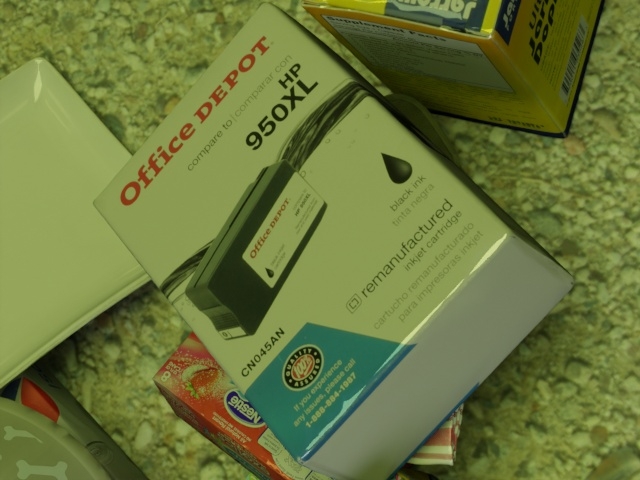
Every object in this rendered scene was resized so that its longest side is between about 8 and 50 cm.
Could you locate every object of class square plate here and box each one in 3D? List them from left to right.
[{"bbox_3d":[-0.367,-0.012,1.765,0.344,0.049,0.347,-37,65,-16],"label":"square plate"}]

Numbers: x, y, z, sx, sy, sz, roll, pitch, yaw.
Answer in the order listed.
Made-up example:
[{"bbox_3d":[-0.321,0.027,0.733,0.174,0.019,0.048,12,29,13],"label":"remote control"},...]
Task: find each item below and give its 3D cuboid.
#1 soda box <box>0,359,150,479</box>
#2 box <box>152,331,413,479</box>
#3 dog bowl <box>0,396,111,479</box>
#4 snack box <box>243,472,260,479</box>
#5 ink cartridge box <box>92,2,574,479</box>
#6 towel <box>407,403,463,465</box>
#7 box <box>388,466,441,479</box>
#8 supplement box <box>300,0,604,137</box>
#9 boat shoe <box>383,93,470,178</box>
[{"bbox_3d":[-0.323,0.218,1.731,0.286,0.098,0.091,43,95,23],"label":"soda box"},{"bbox_3d":[-0.036,0.189,1.603,0.257,0.123,0.128,33,72,23],"label":"box"},{"bbox_3d":[-0.366,0.341,1.628,0.348,0.102,0.349,9,114,22],"label":"dog bowl"},{"bbox_3d":[-0.044,0.327,1.637,0.141,0.037,0.100,38,91,24],"label":"snack box"},{"bbox_3d":[0.000,0.000,1.475,0.285,0.166,0.395,-48,55,7],"label":"ink cartridge box"},{"bbox_3d":[0.077,0.122,1.503,0.144,0.029,0.197,1,72,26],"label":"towel"},{"bbox_3d":[0.116,0.420,1.484,0.279,0.177,0.290,34,91,23],"label":"box"},{"bbox_3d":[0.150,-0.253,1.518,0.194,0.356,0.195,14,84,22],"label":"supplement box"},{"bbox_3d":[0.125,-0.007,1.612,0.113,0.103,0.302,-14,69,-27],"label":"boat shoe"}]
